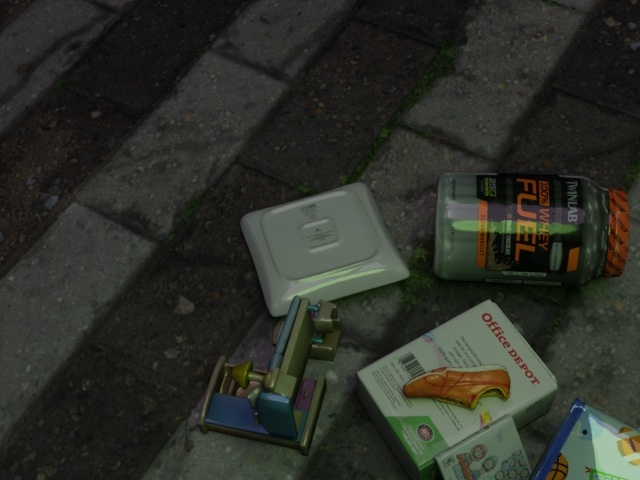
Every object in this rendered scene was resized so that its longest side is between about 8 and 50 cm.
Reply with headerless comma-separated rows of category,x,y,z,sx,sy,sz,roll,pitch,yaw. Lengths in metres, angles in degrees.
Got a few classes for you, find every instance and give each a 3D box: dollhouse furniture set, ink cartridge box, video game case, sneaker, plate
dollhouse furniture set,-0.098,0.180,1.550,0.198,0.303,0.286,10,57,11
ink cartridge box,0.230,0.260,1.576,0.278,0.117,0.201,-27,58,-12
video game case,0.270,0.378,1.485,0.143,0.157,0.019,-27,18,-12
sneaker,0.220,0.239,1.483,0.175,0.064,0.067,-6,66,4
plate,0.000,0.000,1.797,0.277,0.045,0.278,-17,48,-6

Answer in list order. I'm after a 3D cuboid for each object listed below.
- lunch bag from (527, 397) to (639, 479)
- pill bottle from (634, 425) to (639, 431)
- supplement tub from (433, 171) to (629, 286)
lunch bag,0.422,0.475,1.338,0.327,0.239,0.386,26,85,19
pill bottle,0.610,0.320,1.503,0.186,0.112,0.112,-16,56,-6
supplement tub,0.380,-0.020,1.698,0.337,0.207,0.207,2,56,7
